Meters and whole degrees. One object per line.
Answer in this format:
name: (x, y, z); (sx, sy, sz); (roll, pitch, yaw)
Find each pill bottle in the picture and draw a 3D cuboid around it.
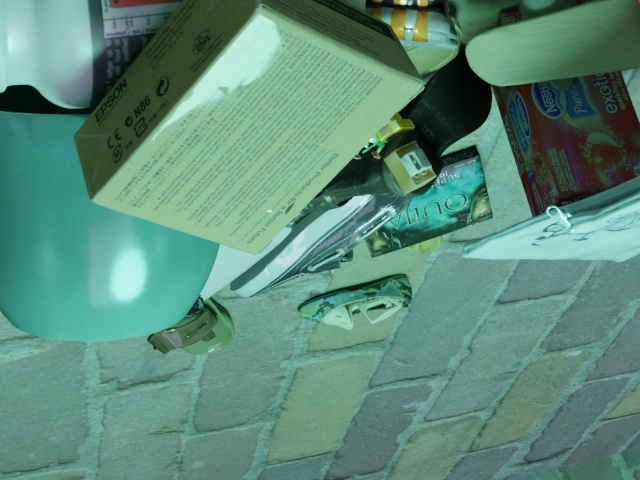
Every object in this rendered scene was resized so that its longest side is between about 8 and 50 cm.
pill bottle: (-0.159, -0.228, 1.179); (0.363, 0.210, 0.210); (-9, 153, -17)

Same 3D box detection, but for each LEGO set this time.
LEGO set: (0.003, -0.158, 1.453); (0.107, 0.132, 0.287); (-33, 116, 24)

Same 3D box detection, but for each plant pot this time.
plant pot: (-0.227, -0.035, 1.330); (0.293, 0.235, 0.293); (1, -166, 0)

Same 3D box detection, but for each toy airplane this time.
toy airplane: (0.396, -0.260, 1.394); (0.386, 0.272, 0.384); (23, 130, -6)

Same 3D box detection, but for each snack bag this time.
snack bag: (0.365, -0.023, 1.444); (0.323, 0.037, 0.342); (1, 164, -43)

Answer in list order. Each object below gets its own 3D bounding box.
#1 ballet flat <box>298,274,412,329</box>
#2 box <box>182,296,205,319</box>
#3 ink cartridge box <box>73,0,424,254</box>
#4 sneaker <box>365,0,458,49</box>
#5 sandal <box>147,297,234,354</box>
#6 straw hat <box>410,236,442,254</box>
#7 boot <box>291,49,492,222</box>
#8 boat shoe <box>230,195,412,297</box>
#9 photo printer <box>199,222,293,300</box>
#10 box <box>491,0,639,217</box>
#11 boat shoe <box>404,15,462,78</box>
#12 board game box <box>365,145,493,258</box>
ballet flat: (0.060, 0.109, 2.142); (0.188, 0.070, 0.070); (-18, 154, 1)
box: (-0.205, 0.092, 1.757); (0.083, 0.018, 0.067); (-23, 157, 25)
ink cartridge box: (-0.063, -0.110, 1.125); (0.193, 0.088, 0.234); (19, 126, -43)
sneaker: (0.089, -0.286, 1.326); (0.124, 0.180, 0.321); (4, -174, -2)
sandal: (-0.205, 0.128, 1.988); (0.120, 0.086, 0.303); (-25, 153, 15)
straw hat: (0.150, -0.013, 1.962); (0.144, 0.061, 0.144); (-15, 154, -7)
boot: (0.070, -0.127, 1.629); (0.229, 0.263, 0.091); (-9, 124, 48)
boat shoe: (0.000, 0.000, 1.820); (0.102, 0.108, 0.301); (37, 120, -23)
photo printer: (-0.222, -0.015, 1.675); (0.307, 0.107, 0.256); (12, 142, -45)
box: (0.291, -0.143, 1.567); (0.122, 0.257, 0.128); (-10, 155, -6)
boat shoe: (0.035, -0.164, 1.551); (0.302, 0.098, 0.109); (-25, 153, 15)
board game box: (0.144, -0.052, 1.873); (0.186, 0.026, 0.126); (-18, 132, 1)
